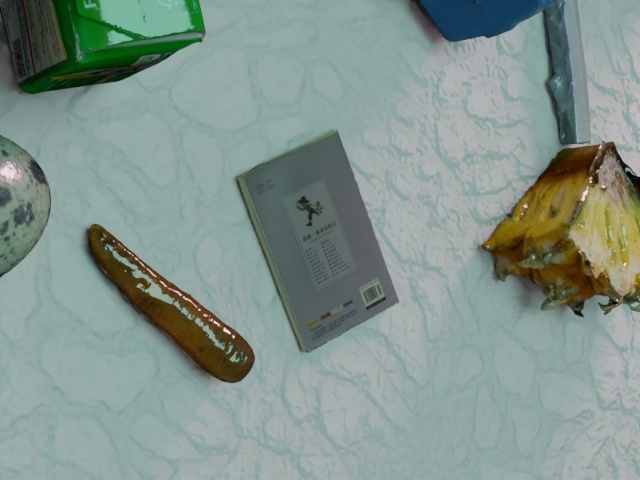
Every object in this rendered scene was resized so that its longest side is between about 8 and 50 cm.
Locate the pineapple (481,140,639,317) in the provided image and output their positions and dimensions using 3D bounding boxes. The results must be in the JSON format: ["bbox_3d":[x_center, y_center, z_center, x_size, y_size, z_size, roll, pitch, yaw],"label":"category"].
[{"bbox_3d":[0.282,-0.012,1.558,0.236,0.114,0.186,5,82,-46],"label":"pineapple"}]

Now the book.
[{"bbox_3d":[0.000,0.000,1.391,0.127,0.014,0.182,-27,102,-35],"label":"book"}]

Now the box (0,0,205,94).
[{"bbox_3d":[-0.183,-0.212,1.134,0.103,0.250,0.180,-14,96,-21],"label":"box"}]

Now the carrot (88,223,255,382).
[{"bbox_3d":[-0.132,0.057,1.272,0.191,0.047,0.047,42,63,-19],"label":"carrot"}]

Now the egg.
[{"bbox_3d":[-0.279,-0.025,1.114,0.172,0.132,0.132,-16,94,-48],"label":"egg"}]

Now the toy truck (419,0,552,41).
[{"bbox_3d":[0.106,-0.387,1.426,0.162,0.161,0.385,-47,111,-40],"label":"toy truck"}]

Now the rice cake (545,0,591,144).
[{"bbox_3d":[0.267,-0.192,1.599,0.042,0.030,0.180,-5,88,-42],"label":"rice cake"}]
